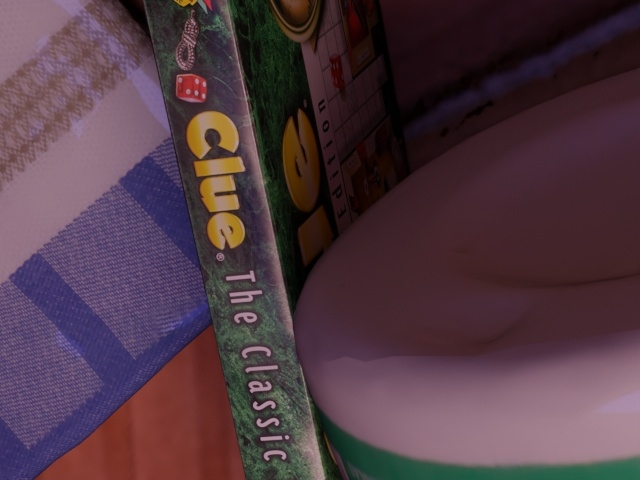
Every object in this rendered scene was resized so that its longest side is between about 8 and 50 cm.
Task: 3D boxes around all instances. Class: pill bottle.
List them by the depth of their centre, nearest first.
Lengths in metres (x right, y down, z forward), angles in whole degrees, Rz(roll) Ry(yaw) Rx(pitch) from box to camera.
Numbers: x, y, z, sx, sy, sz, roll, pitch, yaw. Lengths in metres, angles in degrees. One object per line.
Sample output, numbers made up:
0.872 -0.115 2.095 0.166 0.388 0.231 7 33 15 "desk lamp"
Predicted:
0.144 0.141 0.533 0.204 0.204 0.361 -14 111 21 "pill bottle"

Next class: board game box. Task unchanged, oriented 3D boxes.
0.000 0.000 0.574 0.030 0.136 0.260 -5 107 21 "board game box"

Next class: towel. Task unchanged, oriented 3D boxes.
-0.164 -0.047 0.666 0.209 0.034 0.285 -41 95 22 "towel"
